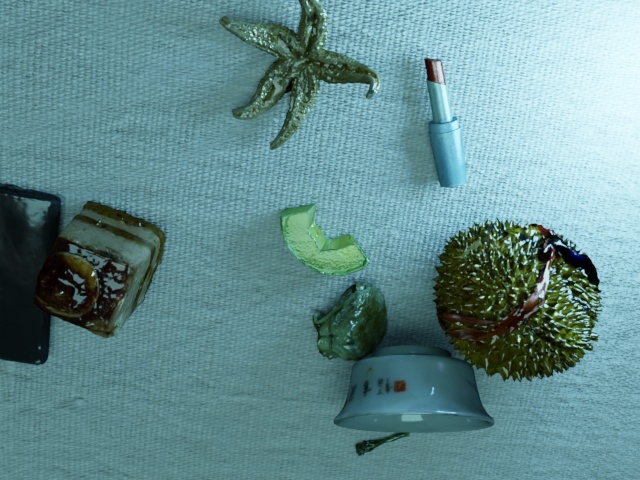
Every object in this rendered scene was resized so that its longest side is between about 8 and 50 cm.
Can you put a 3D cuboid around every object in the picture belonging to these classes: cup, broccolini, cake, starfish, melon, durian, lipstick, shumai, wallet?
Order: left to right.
[{"bbox_3d":[-0.703,0.075,1.884,0.228,0.062,0.406,10,111,-5],"label":"wallet"},{"bbox_3d":[-0.458,0.065,1.761,0.199,0.293,0.196,25,109,-5],"label":"cake"},{"bbox_3d":[-0.037,-0.355,1.711,0.327,0.094,0.375,7,117,8],"label":"starfish"},{"bbox_3d":[0.000,0.000,1.862,0.118,0.064,0.209,-40,103,14],"label":"melon"},{"bbox_3d":[0.060,0.182,1.916,0.142,0.184,0.184,2,114,31],"label":"shumai"},{"bbox_3d":[0.152,0.494,2.067,0.140,0.030,0.035,-17,118,1],"label":"broccolini"},{"bbox_3d":[0.204,0.324,1.864,0.347,0.347,0.163,3,71,-1],"label":"cup"},{"bbox_3d":[0.256,-0.247,1.771,0.068,0.061,0.274,-11,110,5],"label":"lipstick"},{"bbox_3d":[0.411,0.122,1.781,0.384,0.347,0.347,34,107,0],"label":"durian"}]

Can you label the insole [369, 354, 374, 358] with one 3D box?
[{"bbox_3d":[0.179,0.342,2.016,0.063,0.010,0.192,-31,106,9],"label":"insole"}]
